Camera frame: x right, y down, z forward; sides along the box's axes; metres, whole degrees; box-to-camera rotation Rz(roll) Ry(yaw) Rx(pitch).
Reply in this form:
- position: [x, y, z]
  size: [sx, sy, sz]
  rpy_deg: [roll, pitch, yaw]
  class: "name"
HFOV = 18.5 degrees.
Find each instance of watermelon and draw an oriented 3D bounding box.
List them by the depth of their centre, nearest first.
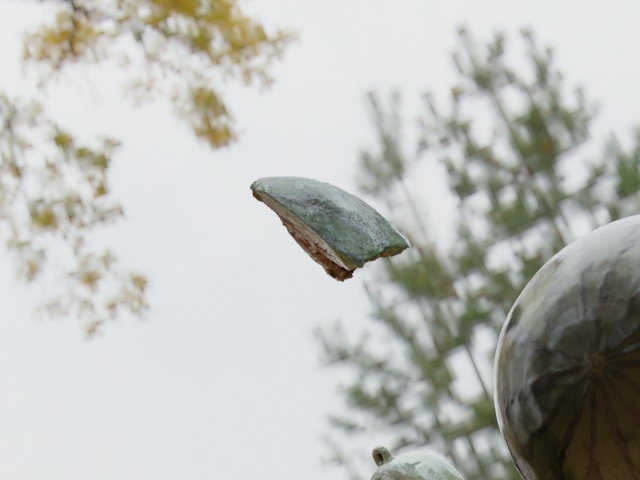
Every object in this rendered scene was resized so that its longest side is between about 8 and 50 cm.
- position: [0.291, 0.118, 1.555]
  size: [0.279, 0.279, 0.359]
  rpy_deg: [-39, -29, 27]
  class: "watermelon"
- position: [0.003, -0.010, 1.885]
  size: [0.080, 0.101, 0.155]
  rpy_deg: [-38, -77, 20]
  class: "watermelon"

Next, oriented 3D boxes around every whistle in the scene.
- position: [0.126, 0.298, 1.848]
  size: [0.067, 0.258, 0.126]
  rpy_deg: [-22, -19, -35]
  class: "whistle"
